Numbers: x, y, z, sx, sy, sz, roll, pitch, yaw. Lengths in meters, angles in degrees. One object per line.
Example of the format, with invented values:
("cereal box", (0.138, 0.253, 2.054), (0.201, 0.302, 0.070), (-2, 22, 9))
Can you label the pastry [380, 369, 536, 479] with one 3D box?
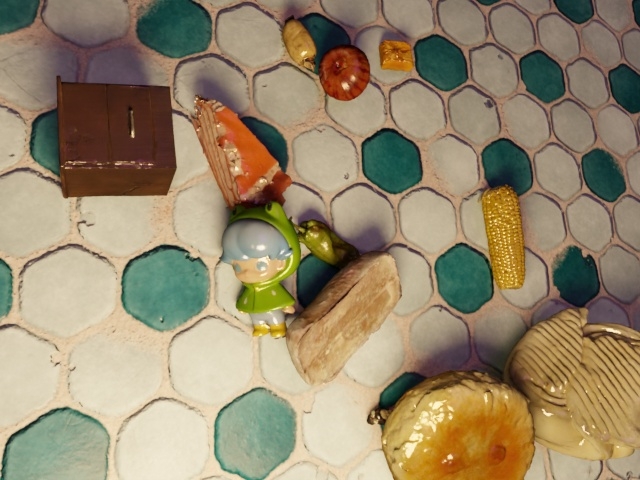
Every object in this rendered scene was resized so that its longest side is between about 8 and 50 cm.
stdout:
("pastry", (0.272, 0.393, 1.126), (0.330, 0.136, 0.329), (-4, 103, -16))

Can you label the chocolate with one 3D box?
("chocolate", (0.041, 0.146, 1.172), (0.101, 0.185, 0.303), (26, 57, 32))

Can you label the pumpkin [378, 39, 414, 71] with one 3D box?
("pumpkin", (0.190, -0.462, 1.452), (0.083, 0.054, 0.074), (3, 63, -6))

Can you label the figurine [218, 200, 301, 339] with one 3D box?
("figurine", (-0.114, 0.058, 1.129), (0.143, 0.162, 0.263), (-14, 97, -57))

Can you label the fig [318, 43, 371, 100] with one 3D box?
("fig", (0.061, -0.397, 1.349), (0.128, 0.128, 0.150), (37, 38, -9))

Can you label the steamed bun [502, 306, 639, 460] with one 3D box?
("steamed bun", (0.576, 0.332, 1.293), (0.310, 0.219, 0.324), (26, 55, 27))

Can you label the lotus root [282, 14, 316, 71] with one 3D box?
("lotus root", (-0.049, -0.451, 1.336), (0.063, 0.072, 0.151), (-19, 77, -36))

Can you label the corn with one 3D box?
("corn", (0.451, -0.009, 1.414), (0.091, 0.091, 0.259), (1, 80, -25))

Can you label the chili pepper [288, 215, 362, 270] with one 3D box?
("chili pepper", (0.002, -0.002, 1.234), (0.204, 0.073, 0.072), (36, 47, -22))

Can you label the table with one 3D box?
("table", (-0.377, -0.184, 1.068), (0.193, 0.172, 0.169), (-2, 76, -23))

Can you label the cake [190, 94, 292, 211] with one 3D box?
("cake", (-0.184, -0.170, 1.187), (0.135, 0.098, 0.287), (-41, 93, -27))

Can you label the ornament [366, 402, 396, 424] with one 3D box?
("ornament", (0.197, 0.356, 1.208), (0.203, 0.081, 0.088), (-9, 78, -24))
